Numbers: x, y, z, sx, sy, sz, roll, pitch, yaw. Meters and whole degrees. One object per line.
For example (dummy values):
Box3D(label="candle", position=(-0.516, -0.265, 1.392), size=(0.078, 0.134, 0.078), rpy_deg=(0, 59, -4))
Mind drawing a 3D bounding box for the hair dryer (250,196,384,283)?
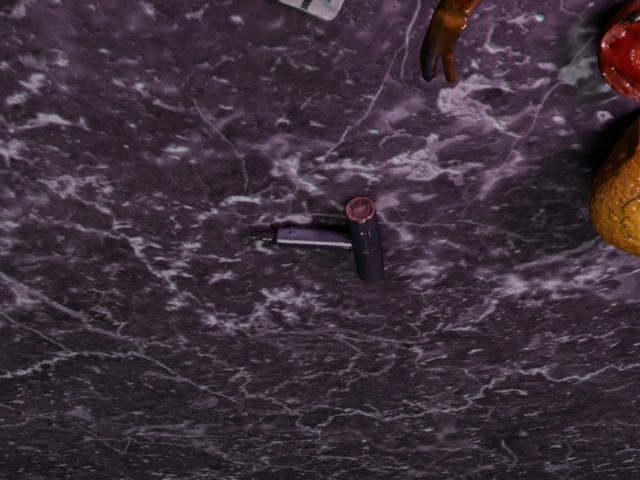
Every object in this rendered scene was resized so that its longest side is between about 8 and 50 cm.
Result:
Box3D(label="hair dryer", position=(-0.003, 0.009, 1.002), size=(0.195, 0.050, 0.173), rpy_deg=(-4, 142, 10))

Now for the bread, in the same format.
Box3D(label="bread", position=(0.456, -0.075, 0.822), size=(0.240, 0.139, 0.240), rpy_deg=(-1, 143, 0))

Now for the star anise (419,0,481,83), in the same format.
Box3D(label="star anise", position=(0.184, -0.280, 0.543), size=(0.237, 0.148, 0.346), rpy_deg=(22, 127, -24))

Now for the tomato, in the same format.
Box3D(label="tomato", position=(0.380, -0.216, 0.681), size=(0.159, 0.091, 0.139), rpy_deg=(-2, 143, 49))

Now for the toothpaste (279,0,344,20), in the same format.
Box3D(label="toothpaste", position=(0.031, -0.308, 0.592), size=(0.067, 0.037, 0.255), rpy_deg=(13, 144, -18))
